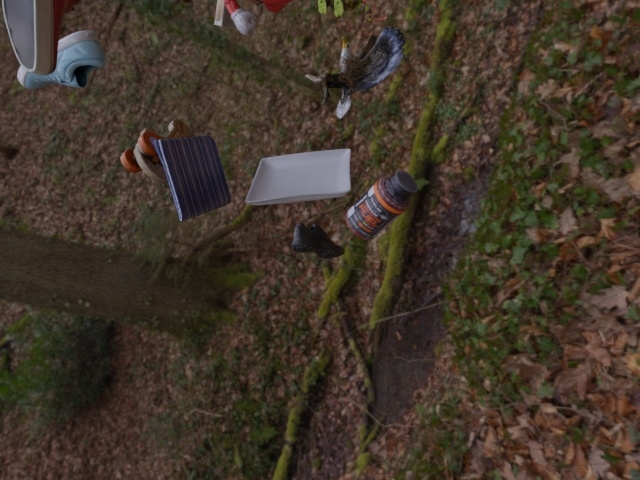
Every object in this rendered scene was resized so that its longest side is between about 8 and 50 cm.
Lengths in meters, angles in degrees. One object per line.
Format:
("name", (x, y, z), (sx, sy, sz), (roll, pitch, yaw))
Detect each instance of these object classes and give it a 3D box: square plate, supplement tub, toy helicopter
("square plate", (-0.064, -0.221, 1.621), (0.344, 0.348, 0.049), (-84, -13, -56))
("supplement tub", (0.157, -0.092, 1.178), (0.198, 0.106, 0.106), (-46, 38, 41))
("toy helicopter", (-0.544, -0.329, 1.685), (0.140, 0.235, 0.355), (-32, 30, 29))

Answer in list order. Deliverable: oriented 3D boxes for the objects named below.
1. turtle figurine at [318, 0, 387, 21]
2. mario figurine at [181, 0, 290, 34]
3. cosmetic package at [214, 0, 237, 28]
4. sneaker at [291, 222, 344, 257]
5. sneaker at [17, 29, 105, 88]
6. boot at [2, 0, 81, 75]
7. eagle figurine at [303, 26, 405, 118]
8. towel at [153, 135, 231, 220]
("turtle figurine", (0.107, -0.879, 1.718), (0.217, 0.270, 0.087), (-38, -26, -46))
("mario figurine", (-0.205, -0.638, 1.168), (0.170, 0.321, 0.198), (-44, -32, -54))
("cosmetic package", (-0.324, -0.798, 1.591), (0.041, 0.060, 0.115), (29, 116, 30))
("sneaker", (0.000, 0.000, 2.005), (0.109, 0.286, 0.130), (-20, 62, 41))
("sneaker", (-0.933, -0.607, 1.663), (0.150, 0.366, 0.135), (67, -158, -5))
("boot", (-0.354, -0.363, 0.673), (0.088, 0.176, 0.244), (25, 116, 23))
("eagle figurine", (0.124, -0.581, 1.553), (0.226, 0.298, 0.225), (59, 165, 22))
("towel", (-0.391, -0.206, 1.454), (0.336, 0.040, 0.243), (-44, -60, -71))
